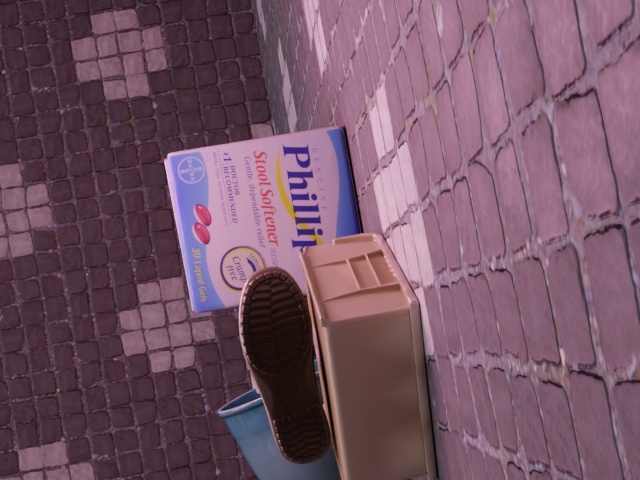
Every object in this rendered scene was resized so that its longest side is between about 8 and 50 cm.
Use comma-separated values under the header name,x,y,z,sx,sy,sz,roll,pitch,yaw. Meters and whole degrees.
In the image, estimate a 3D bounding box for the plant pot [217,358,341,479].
name,x,y,z,sx,sy,sz,roll,pitch,yaw
plant pot,0.008,0.336,1.720,0.271,0.272,0.255,143,102,-85

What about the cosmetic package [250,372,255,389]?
name,x,y,z,sx,sy,sz,roll,pitch,yaw
cosmetic package,-0.040,0.341,2.416,0.138,0.224,0.224,-104,6,-49

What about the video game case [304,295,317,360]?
name,x,y,z,sx,sy,sz,roll,pitch,yaw
video game case,-0.034,0.200,2.185,0.269,0.061,0.244,10,-116,-56

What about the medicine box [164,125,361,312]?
name,x,y,z,sx,sy,sz,roll,pitch,yaw
medicine box,-0.087,-0.037,1.740,0.149,0.289,0.263,-135,35,-86

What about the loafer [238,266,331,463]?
name,x,y,z,sx,sy,sz,roll,pitch,yaw
loafer,-0.054,0.167,1.428,0.092,0.102,0.268,-172,72,-80

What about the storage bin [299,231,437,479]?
name,x,y,z,sx,sy,sz,roll,pitch,yaw
storage bin,0.059,0.157,1.418,0.260,0.123,0.262,-109,10,-68
